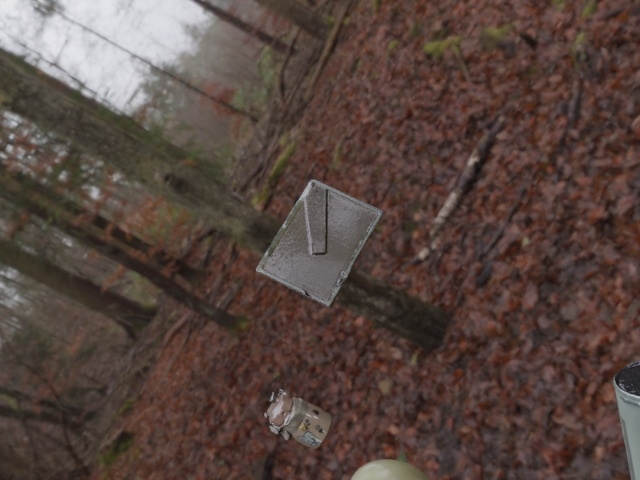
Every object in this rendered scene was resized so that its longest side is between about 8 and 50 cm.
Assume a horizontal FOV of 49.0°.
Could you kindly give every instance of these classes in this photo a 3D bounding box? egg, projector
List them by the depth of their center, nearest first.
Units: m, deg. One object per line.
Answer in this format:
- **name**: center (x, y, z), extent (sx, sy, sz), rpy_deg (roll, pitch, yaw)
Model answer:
- **projector**: center (0.575, 0.369, 1.190), extent (0.108, 0.338, 0.108), rpy_deg (-16, 22, 6)
- **egg**: center (0.165, 0.591, 1.582), extent (0.241, 0.186, 0.186), rpy_deg (20, 81, 50)

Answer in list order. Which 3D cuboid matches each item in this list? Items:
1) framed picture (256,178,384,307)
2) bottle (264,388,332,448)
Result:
- **framed picture**: center (0.000, 0.000, 1.668), extent (0.281, 0.208, 0.019), rpy_deg (-58, -15, -20)
- **bottle**: center (-0.059, 0.405, 1.599), extent (0.099, 0.152, 0.099), rpy_deg (-54, 15, 21)
